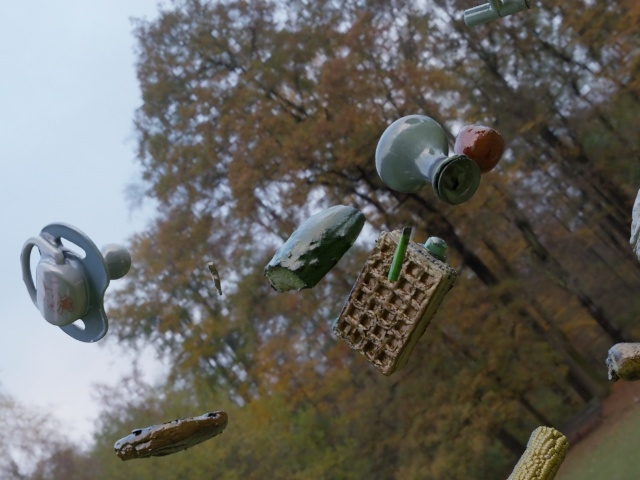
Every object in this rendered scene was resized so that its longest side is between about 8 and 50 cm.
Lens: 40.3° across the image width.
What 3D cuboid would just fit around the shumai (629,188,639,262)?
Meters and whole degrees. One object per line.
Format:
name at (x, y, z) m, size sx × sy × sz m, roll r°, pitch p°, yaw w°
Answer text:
shumai at (0.774, 0.001, 1.683) m, size 0.267 × 0.262 × 0.314 m, roll -48°, pitch 21°, yaw 42°

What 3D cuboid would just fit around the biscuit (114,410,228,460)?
biscuit at (-0.372, 0.500, 2.204) m, size 0.296 × 0.075 × 0.296 m, roll -15°, pitch -13°, yaw -3°

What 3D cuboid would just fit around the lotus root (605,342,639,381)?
lotus root at (0.779, 0.283, 2.086) m, size 0.191 × 0.094 × 0.108 m, roll -11°, pitch 24°, yaw 4°

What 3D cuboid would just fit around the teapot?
teapot at (0.241, -0.171, 1.943) m, size 0.184 × 0.251 × 0.183 m, roll -10°, pitch -64°, yaw -22°

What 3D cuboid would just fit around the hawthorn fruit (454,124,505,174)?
hawthorn fruit at (0.377, -0.218, 2.095) m, size 0.128 × 0.128 × 0.128 m, roll -36°, pitch -18°, yaw -14°

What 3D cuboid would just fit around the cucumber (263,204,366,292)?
cucumber at (0.001, -0.002, 2.239) m, size 0.145 × 0.105 × 0.325 m, roll -6°, pitch 31°, yaw 51°

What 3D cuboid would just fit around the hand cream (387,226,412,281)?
hand cream at (0.173, 0.029, 1.896) m, size 0.036 × 0.023 × 0.122 m, roll 2°, pitch -74°, yaw -57°

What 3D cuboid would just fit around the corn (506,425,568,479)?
corn at (0.507, 0.552, 2.089) m, size 0.292 × 0.101 × 0.101 m, roll -36°, pitch -16°, yaw -44°

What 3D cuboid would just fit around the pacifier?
pacifier at (-0.506, 0.071, 1.867) m, size 0.226 × 0.238 × 0.287 m, roll -30°, pitch -43°, yaw -49°

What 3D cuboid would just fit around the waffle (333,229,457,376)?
waffle at (0.177, 0.155, 2.150) m, size 0.091 × 0.213 × 0.308 m, roll -1°, pitch -57°, yaw -52°

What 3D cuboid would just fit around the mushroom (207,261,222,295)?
mushroom at (-0.275, 0.100, 2.294) m, size 0.019 × 0.049 × 0.101 m, roll -15°, pitch -60°, yaw -1°

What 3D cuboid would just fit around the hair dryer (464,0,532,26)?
hair dryer at (0.368, -0.547, 1.958) m, size 0.155 × 0.044 × 0.183 m, roll -12°, pitch -18°, yaw 33°

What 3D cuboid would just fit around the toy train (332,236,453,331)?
toy train at (0.198, 0.158, 2.392) m, size 0.253 × 0.160 × 0.397 m, roll 5°, pitch -61°, yaw -51°
